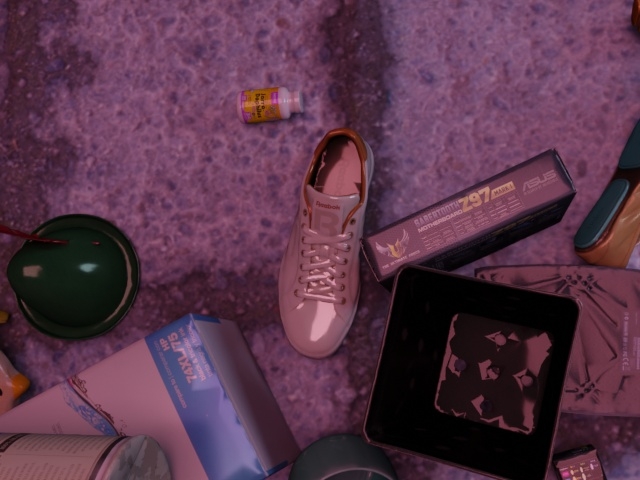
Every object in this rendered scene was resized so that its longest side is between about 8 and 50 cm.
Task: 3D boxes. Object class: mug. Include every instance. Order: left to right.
[{"bbox_3d":[0.020,0.303,0.997,0.130,0.097,0.157,24,105,-18],"label":"mug"}]

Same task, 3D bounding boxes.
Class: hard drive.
[{"bbox_3d":[0.307,0.116,1.003,0.255,0.054,0.171,2,82,11],"label":"hard drive"}]

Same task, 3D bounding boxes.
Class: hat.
[{"bbox_3d":[-0.357,0.035,1.066,0.209,0.183,0.172,3,83,10],"label":"hat"}]

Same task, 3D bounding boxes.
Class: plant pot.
[{"bbox_3d":[0.171,0.141,0.914,0.188,0.167,0.187,11,85,20],"label":"plant pot"}]

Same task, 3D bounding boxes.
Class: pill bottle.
[{"bbox_3d":[-0.066,-0.178,1.119,0.083,0.043,0.043,-5,81,9],"label":"pill bottle"}]

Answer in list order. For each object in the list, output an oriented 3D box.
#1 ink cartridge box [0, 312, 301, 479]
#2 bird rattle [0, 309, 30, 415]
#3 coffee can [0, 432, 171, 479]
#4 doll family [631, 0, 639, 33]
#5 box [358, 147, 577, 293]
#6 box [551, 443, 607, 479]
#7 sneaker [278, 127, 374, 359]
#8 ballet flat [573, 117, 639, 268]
[{"bbox_3d":[-0.198,0.237,1.001,0.270,0.198,0.197,-28,78,4],"label":"ink cartridge box"},{"bbox_3d":[-0.498,0.188,1.104,0.207,0.143,0.253,40,93,-3],"label":"bird rattle"},{"bbox_3d":[-0.303,0.282,0.808,0.276,0.201,0.201,-1,81,11],"label":"coffee can"},{"bbox_3d":[0.462,-0.251,1.003,0.163,0.118,0.262,-2,50,4],"label":"doll family"},{"bbox_3d":[0.168,-0.013,0.982,0.233,0.183,0.059,-26,78,6],"label":"box"},{"bbox_3d":[0.302,0.282,0.976,0.052,0.062,0.083,-19,79,8],"label":"box"},{"bbox_3d":[0.000,0.000,1.042,0.106,0.123,0.290,7,84,9],"label":"sneaker"},{"bbox_3d":[0.384,-0.067,1.020,0.073,0.080,0.232,31,90,-15],"label":"ballet flat"}]
